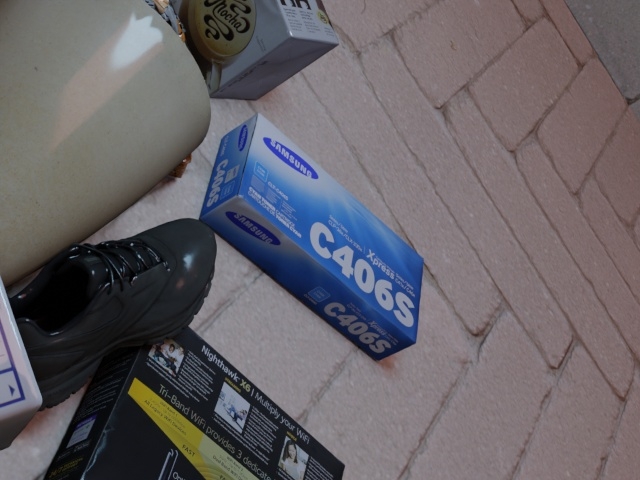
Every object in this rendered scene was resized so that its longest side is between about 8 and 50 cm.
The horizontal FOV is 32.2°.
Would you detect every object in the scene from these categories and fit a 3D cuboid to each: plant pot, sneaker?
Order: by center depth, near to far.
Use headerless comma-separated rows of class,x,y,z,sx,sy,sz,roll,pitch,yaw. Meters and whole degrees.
plant pot,-0.284,-0.085,1.076,0.256,0.256,0.274,46,54,-21
sneaker,-0.202,0.049,1.082,0.109,0.130,0.286,34,48,19

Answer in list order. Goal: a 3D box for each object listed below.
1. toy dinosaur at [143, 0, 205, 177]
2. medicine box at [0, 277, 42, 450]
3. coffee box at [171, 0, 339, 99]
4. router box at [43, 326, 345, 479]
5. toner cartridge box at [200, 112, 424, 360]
toy dinosaur,-0.203,-0.176,1.241,0.164,0.322,0.218,-22,55,-35
medicine box,-0.383,0.044,0.817,0.263,0.149,0.289,-16,77,-27
coffee box,-0.116,-0.366,1.538,0.119,0.168,0.297,-6,72,-54
router box,-0.120,0.254,1.158,0.309,0.081,0.243,45,37,-22
toner cartridge box,0.000,0.000,1.507,0.348,0.075,0.165,40,38,-28
